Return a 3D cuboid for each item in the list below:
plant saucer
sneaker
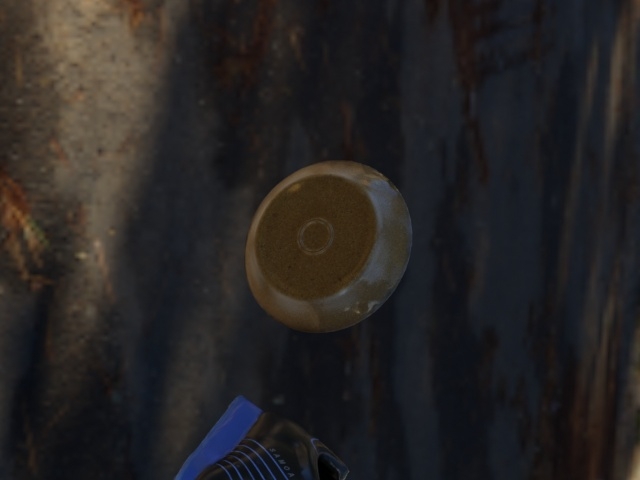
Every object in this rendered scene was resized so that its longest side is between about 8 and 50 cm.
[{"bbox_3d":[0.000,0.000,0.677,0.015,0.083,0.083,38,56,-61],"label":"plant saucer"},{"bbox_3d":[-0.047,0.171,0.891,0.081,0.090,0.232,-66,174,26],"label":"sneaker"}]
